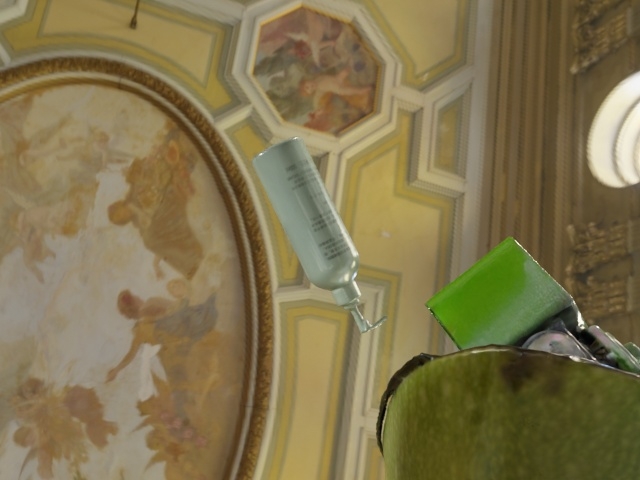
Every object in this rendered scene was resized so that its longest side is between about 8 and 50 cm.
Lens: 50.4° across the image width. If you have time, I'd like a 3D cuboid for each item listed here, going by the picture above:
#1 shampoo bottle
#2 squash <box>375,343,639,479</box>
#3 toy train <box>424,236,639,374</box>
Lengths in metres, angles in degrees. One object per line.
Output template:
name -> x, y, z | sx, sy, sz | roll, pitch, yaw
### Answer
shampoo bottle -> 0.000, 0.000, 0.642 | 0.056, 0.056, 0.195 | -25, -91, -25
squash -> 0.105, 0.136, 0.332 | 0.191, 0.184, 0.085 | 9, -132, 20
toy train -> 0.274, 0.163, 0.819 | 0.173, 0.249, 0.307 | -40, -46, 5
